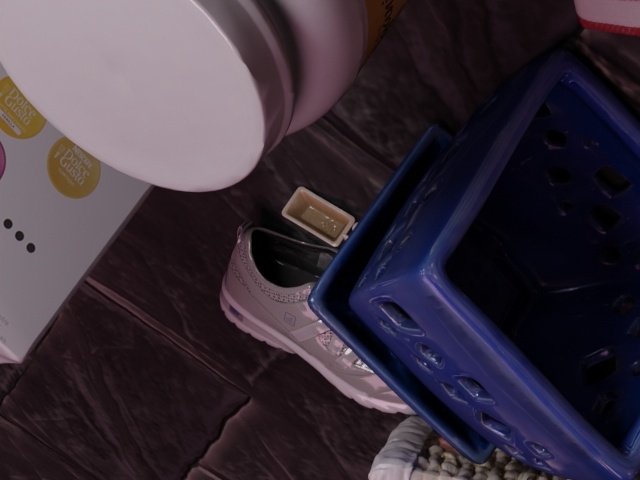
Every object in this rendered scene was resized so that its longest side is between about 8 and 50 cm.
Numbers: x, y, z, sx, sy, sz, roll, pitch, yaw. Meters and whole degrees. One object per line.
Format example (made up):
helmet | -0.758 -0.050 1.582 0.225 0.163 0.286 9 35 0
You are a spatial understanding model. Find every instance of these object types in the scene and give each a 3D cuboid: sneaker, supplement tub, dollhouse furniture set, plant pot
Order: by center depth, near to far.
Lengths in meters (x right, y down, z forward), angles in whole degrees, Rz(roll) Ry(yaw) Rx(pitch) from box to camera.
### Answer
supplement tub | -0.042 -0.205 0.978 0.228 0.316 0.228 23 146 17
plant pot | 0.145 0.031 1.208 0.236 0.236 0.212 44 151 -17
dollhouse furniture set | 0.000 0.000 1.399 0.114 0.091 0.081 31 172 23
sneaker | 0.027 0.070 1.467 0.281 0.105 0.115 20 141 16

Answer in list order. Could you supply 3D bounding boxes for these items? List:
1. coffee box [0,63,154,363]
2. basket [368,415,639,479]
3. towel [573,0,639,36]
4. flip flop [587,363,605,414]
coffee box | -0.355 -0.123 1.335 0.338 0.334 0.337 -8 130 48
basket | 0.163 0.344 1.366 0.266 0.331 0.328 10 -178 9
towel | 0.237 -0.232 0.940 0.237 0.037 0.329 14 146 28
flip flop | 0.141 0.079 1.397 0.277 0.112 0.080 40 161 -20
